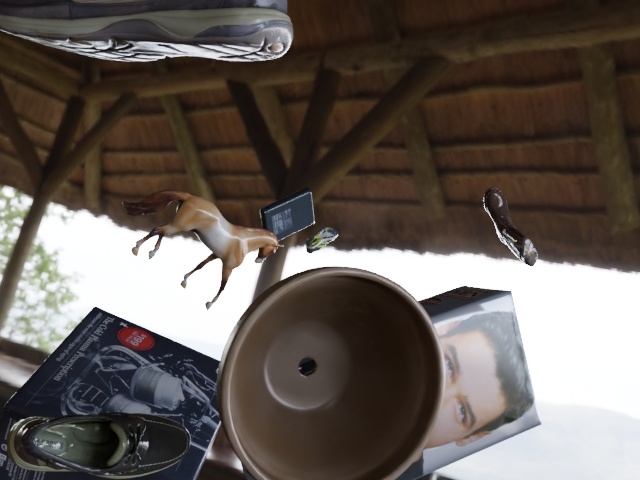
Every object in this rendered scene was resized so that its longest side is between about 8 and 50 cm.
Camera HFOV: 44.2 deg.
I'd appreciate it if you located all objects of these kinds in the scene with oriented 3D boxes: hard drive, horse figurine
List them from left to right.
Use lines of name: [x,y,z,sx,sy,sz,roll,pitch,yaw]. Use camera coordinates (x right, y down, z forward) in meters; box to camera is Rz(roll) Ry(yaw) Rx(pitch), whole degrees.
horse figurine: [-0.201,-0.003,1.320,0.263,0.174,0.066,43,4,-30]
hard drive: [-0.075,-0.056,1.830,0.135,0.094,0.022,-26,38,-28]

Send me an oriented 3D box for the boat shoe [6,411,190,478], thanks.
boat shoe: [-0.249,0.244,0.934,0.223,0.080,0.073,12,-16,-35]

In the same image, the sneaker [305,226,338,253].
sneaker: [0.000,0.000,1.643,0.031,0.083,0.035,51,-32,24]

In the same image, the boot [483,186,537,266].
boot: [0.301,-0.021,1.244,0.106,0.037,0.114,61,5,-26]

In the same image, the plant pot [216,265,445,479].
plant pot: [0.002,0.141,0.825,0.237,0.237,0.110,18,-2,-18]

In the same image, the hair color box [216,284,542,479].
hair color box: [0.079,0.197,0.990,0.374,0.185,0.113,-16,6,-22]

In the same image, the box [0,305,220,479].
box: [-0.340,0.316,1.367,0.312,0.179,0.343,24,24,-2]

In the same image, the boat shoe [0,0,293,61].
boat shoe: [-0.196,-0.269,0.859,0.355,0.130,0.132,5,3,13]
